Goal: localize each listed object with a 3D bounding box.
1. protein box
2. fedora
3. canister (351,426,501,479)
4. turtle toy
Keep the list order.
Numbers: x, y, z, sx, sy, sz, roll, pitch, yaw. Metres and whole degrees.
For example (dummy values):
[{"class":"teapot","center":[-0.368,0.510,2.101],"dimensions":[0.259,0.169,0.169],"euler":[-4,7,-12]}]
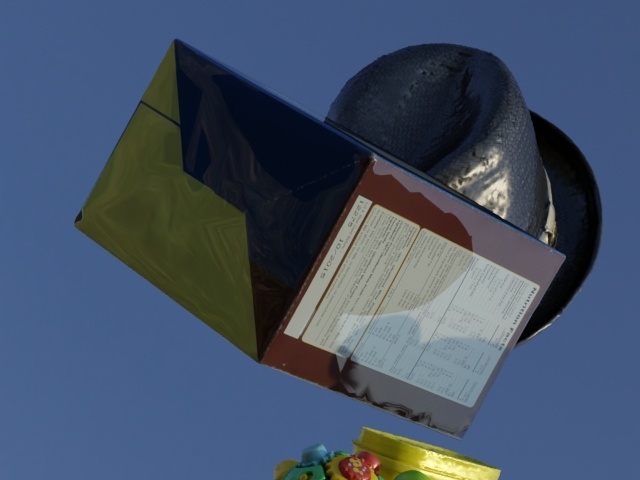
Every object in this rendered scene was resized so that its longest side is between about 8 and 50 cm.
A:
[{"class":"protein box","center":[0.000,0.000,1.203],"dimensions":[0.200,0.201,0.136],"euler":[33,-85,43]},{"class":"fedora","center":[0.082,-0.053,1.617],"dimensions":[0.334,0.334,0.152],"euler":[19,-41,24]},{"class":"canister","center":[0.062,0.243,1.532],"dimensions":[0.073,0.126,0.170],"euler":[16,-93,51]},{"class":"turtle toy","center":[0.027,0.190,1.429],"dimensions":[0.130,0.095,0.066],"euler":[12,-55,-24]}]
